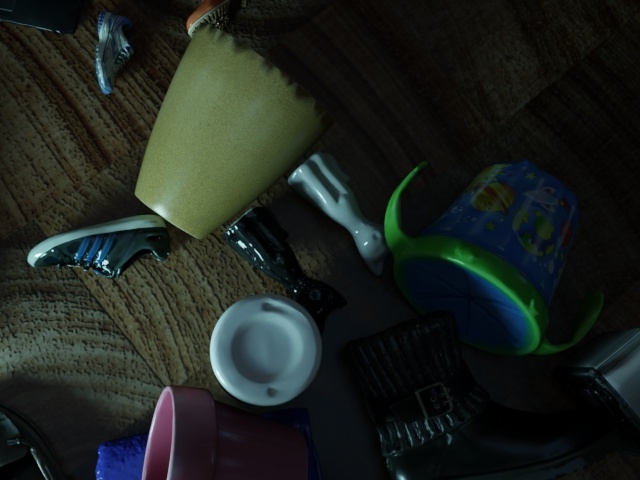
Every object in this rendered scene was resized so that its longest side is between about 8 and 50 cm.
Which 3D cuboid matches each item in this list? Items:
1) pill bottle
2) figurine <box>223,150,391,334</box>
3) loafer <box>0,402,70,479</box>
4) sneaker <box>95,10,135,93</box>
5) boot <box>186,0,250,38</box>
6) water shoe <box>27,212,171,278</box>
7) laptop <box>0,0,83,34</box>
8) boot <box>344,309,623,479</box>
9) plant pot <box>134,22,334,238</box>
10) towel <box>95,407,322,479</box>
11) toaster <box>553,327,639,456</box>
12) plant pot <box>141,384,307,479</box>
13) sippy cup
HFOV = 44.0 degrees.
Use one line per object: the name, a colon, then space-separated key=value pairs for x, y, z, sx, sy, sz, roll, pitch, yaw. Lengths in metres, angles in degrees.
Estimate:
pill bottle: x=-0.078 y=0.154 z=1.063 sx=0.136 sy=0.246 sz=0.136 roll=1 pitch=78 yaw=-7
figurine: x=0.000 y=0.000 z=1.196 sx=0.215 sy=0.092 sz=0.209 roll=-42 pitch=93 yaw=-14
loafer: x=-0.406 y=0.314 z=1.074 sx=0.267 sy=0.084 sz=0.096 roll=45 pitch=77 yaw=4
sneaker: x=-0.318 y=-0.293 z=1.232 sx=0.058 sy=0.052 sz=0.135 roll=2 pitch=78 yaw=-10
boot: x=-0.173 y=-0.389 z=1.269 sx=0.084 sy=0.059 sz=0.158 roll=38 pitch=68 yaw=6
water shoe: x=-0.320 y=0.020 z=1.153 sx=0.203 sy=0.073 sz=0.080 roll=-16 pitch=83 yaw=-9
laptop: x=-0.473 y=-0.482 z=1.210 sx=0.234 sy=0.136 sz=0.264 roll=11 pitch=77 yaw=-4
boot: x=0.224 y=0.218 z=1.120 sx=0.348 sy=0.131 sz=0.260 roll=-14 pitch=80 yaw=3
plant pot: x=-0.146 y=-0.137 z=1.147 sx=0.237 sy=0.237 sz=0.254 roll=34 pitch=91 yaw=1
towel: x=-0.147 y=0.369 z=1.104 sx=0.308 sy=0.076 sz=0.228 roll=-7 pitch=72 yaw=-8
toaster: x=0.446 y=0.222 z=1.142 sx=0.110 sy=0.186 sz=0.168 roll=-39 pitch=84 yaw=-8
plant pot: x=-0.121 y=0.293 z=1.001 sx=0.180 sy=0.201 sz=0.201 roll=12 pitch=77 yaw=-18
sippy cup: x=0.259 y=0.011 z=1.157 sx=0.224 sy=0.240 sz=0.305 roll=-55 pitch=127 yaw=-24
